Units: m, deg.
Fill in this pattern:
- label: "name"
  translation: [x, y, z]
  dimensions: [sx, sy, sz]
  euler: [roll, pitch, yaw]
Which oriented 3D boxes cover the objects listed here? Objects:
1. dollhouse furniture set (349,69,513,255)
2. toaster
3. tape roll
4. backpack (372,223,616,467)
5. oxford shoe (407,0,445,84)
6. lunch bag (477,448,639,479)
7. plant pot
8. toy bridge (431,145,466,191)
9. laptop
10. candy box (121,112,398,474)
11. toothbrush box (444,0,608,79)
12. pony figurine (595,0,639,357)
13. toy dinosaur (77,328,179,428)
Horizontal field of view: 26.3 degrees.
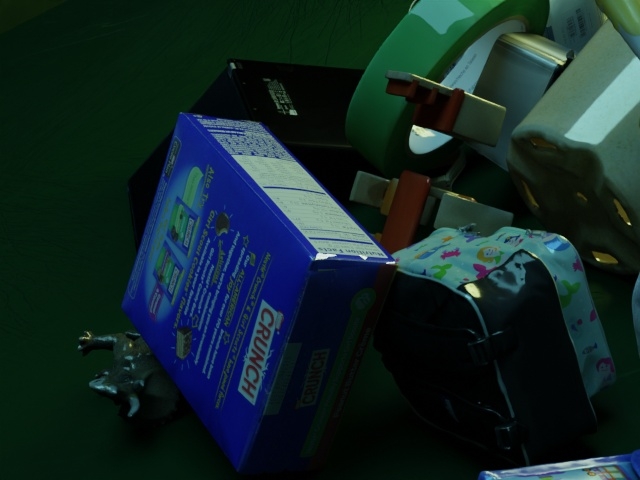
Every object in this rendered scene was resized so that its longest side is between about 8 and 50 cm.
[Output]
- label: "dollhouse furniture set"
  translation: [0.111, -0.059, 1.631]
  dimensions: [0.135, 0.259, 0.262]
  euler: [16, 3, -22]
- label: "toaster"
  translation: [0.282, -0.187, 1.807]
  dimensions: [0.110, 0.186, 0.168]
  euler: [31, 21, 23]
- label: "tape roll"
  translation: [0.170, -0.225, 1.822]
  dimensions: [0.321, 0.321, 0.077]
  euler: [-36, 68, -29]
- label: "backpack"
  translation: [0.163, 0.095, 1.402]
  dimensions: [0.191, 0.225, 0.253]
  euler: [-30, 19, -27]
- label: "oxford shoe"
  translation: [0.216, -0.374, 2.319]
  dimensions: [0.123, 0.130, 0.348]
  euler: [-9, 29, 19]
- label: "lunch bag"
  translation: [0.306, 0.272, 1.125]
  dimensions: [0.293, 0.138, 0.221]
  euler: [-11, 25, -12]
- label: "plant pot"
  translation: [0.400, -0.134, 1.616]
  dimensions: [0.305, 0.334, 0.334]
  euler: [-42, 33, -17]
- label: "toy bridge"
  translation: [0.180, -0.121, 1.995]
  dimensions: [0.063, 0.026, 0.188]
  euler: [-14, 28, 8]
- label: "laptop"
  translation: [-0.077, -0.113, 2.119]
  dimensions: [0.408, 0.236, 0.382]
  euler: [3, 25, -13]
- label: "candy box"
  translation: [-0.077, 0.052, 1.486]
  dimensions: [0.122, 0.268, 0.317]
  euler: [2, 31, -34]
- label: "toothbrush box"
  translation: [0.301, -0.303, 2.047]
  dimensions: [0.126, 0.216, 0.295]
  euler: [-30, 30, -21]
- label: "pony figurine"
  translation: [0.394, -0.058, 1.291]
  dimensions: [0.303, 0.351, 0.363]
  euler: [-23, 41, 9]
- label: "toy dinosaur"
  translation: [-0.192, 0.134, 1.701]
  dimensions: [0.160, 0.121, 0.313]
  euler: [15, 36, 29]
